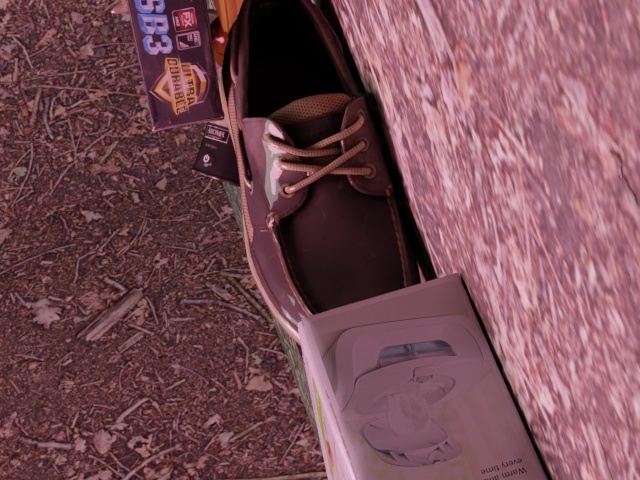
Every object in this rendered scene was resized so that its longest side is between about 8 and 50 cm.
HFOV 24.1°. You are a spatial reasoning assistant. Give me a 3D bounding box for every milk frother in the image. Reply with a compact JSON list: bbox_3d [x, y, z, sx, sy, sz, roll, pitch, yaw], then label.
[{"bbox_3d":[-0.049,-0.117,1.612,0.143,0.129,0.134,10,-82,-65],"label":"milk frother"}]

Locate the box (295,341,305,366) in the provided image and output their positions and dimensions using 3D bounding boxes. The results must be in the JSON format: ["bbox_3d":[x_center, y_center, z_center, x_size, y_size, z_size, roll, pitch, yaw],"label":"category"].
[{"bbox_3d":[0.000,0.000,1.395,0.184,0.103,0.261,83,168,-46],"label":"box"}]

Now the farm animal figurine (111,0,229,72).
[{"bbox_3d":[-0.183,-0.346,1.776,0.327,0.172,0.330,-136,30,-79],"label":"farm animal figurine"}]

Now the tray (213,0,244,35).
[{"bbox_3d":[-0.090,-0.354,1.364,0.411,0.076,0.202,88,164,-73],"label":"tray"}]

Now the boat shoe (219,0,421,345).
[{"bbox_3d":[-0.014,-0.062,1.194,0.130,0.132,0.355,81,169,-57],"label":"boat shoe"}]

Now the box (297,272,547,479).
[{"bbox_3d":[0.081,0.198,1.070,0.262,0.127,0.231,81,170,-54],"label":"box"}]

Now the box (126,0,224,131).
[{"bbox_3d":[-0.147,-0.295,1.241,0.295,0.073,0.293,83,173,-47],"label":"box"}]
